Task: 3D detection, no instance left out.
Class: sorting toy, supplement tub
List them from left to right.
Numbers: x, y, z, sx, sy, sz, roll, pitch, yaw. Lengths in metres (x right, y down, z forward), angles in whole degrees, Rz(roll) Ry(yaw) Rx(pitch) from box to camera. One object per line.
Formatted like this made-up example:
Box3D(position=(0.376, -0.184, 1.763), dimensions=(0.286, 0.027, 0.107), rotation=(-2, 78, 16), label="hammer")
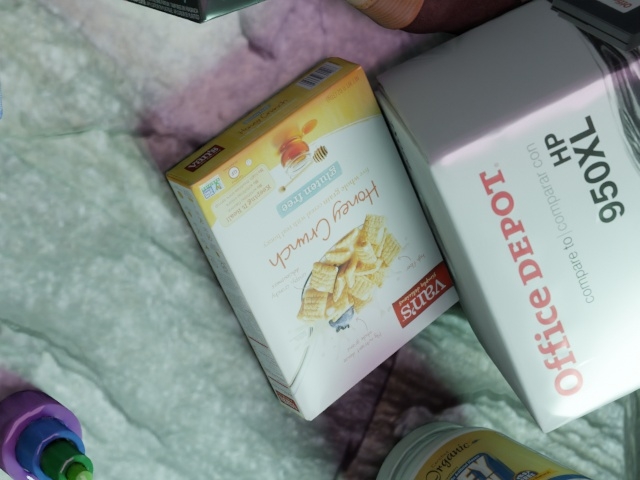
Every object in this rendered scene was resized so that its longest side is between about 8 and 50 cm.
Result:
Box3D(position=(-0.310, 0.143, 1.312), dimensions=(0.365, 0.126, 0.127), rotation=(7, 100, -35), label="sorting toy")
Box3D(position=(0.149, 0.240, 1.612), dimensions=(0.144, 0.199, 0.144), rotation=(-11, 110, -32), label="supplement tub")

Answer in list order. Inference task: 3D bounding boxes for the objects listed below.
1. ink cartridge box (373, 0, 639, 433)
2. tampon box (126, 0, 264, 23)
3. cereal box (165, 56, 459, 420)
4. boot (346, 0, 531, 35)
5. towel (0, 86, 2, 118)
Box3D(position=(0.280, -0.068, 1.535), dimensions=(0.395, 0.166, 0.285), rotation=(-26, 120, -1), label="ink cartridge box")
Box3D(position=(-0.085, -0.249, 1.348), dimensions=(0.101, 0.120, 0.161), rotation=(-23, 116, -28), label="tampon box")
Box3D(position=(0.000, 0.000, 1.530), dimensions=(0.173, 0.047, 0.240), rotation=(-38, 122, -20), label="cereal box")
Box3D(position=(0.125, -0.269, 1.497), dimensions=(0.207, 0.090, 0.248), rotation=(10, 117, -44), label="boot")
Box3D(position=(-0.315, -0.192, 1.263), dimensions=(0.209, 0.034, 0.285), rotation=(-18, 116, -32), label="towel")
